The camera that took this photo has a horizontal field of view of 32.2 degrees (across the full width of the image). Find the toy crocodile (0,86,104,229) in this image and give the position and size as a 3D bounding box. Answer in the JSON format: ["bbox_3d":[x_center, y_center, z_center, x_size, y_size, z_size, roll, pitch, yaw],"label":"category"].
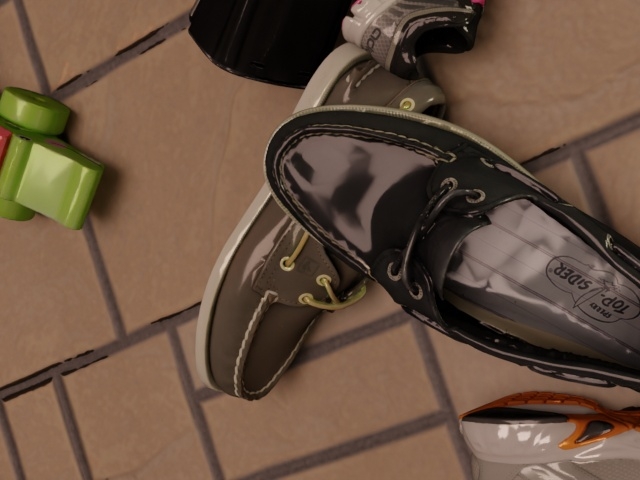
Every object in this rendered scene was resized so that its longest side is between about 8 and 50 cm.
[{"bbox_3d":[-0.340,-0.114,1.052,0.340,0.105,0.115,34,107,23],"label":"toy crocodile"}]

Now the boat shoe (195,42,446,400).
[{"bbox_3d":[-0.002,0.000,0.867,0.091,0.109,0.305,31,101,29],"label":"boat shoe"}]

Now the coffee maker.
[{"bbox_3d":[-0.024,-0.210,0.842,0.120,0.171,0.178,18,116,-13],"label":"coffee maker"}]

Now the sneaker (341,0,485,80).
[{"bbox_3d":[0.102,-0.178,0.813,0.170,0.063,0.075,-36,77,-4],"label":"sneaker"}]

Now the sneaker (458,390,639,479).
[{"bbox_3d":[0.224,0.176,0.764,0.262,0.099,0.121,0,99,36],"label":"sneaker"}]

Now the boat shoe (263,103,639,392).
[{"bbox_3d":[0.108,0.009,0.746,0.340,0.113,0.127,33,102,4],"label":"boat shoe"}]
